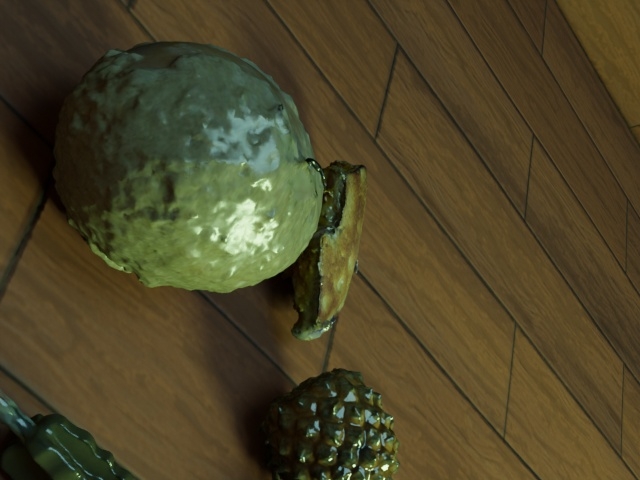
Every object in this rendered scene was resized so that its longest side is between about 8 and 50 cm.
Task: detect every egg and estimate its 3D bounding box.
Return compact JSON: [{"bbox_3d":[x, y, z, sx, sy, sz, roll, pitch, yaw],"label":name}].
[{"bbox_3d":[-0.135,-0.073,1.194,0.310,0.279,0.279,50,39,-35],"label":"egg"}]

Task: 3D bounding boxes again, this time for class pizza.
[{"bbox_3d":[0.000,0.000,1.533,0.161,0.086,0.305,73,26,-47],"label":"pizza"}]

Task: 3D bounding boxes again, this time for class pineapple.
[{"bbox_3d":[0.018,0.258,1.374,0.166,0.166,0.193,-18,79,-58],"label":"pineapple"}]

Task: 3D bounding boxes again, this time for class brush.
[{"bbox_3d":[-0.279,0.160,1.039,0.301,0.084,0.071,51,39,-23],"label":"brush"}]
